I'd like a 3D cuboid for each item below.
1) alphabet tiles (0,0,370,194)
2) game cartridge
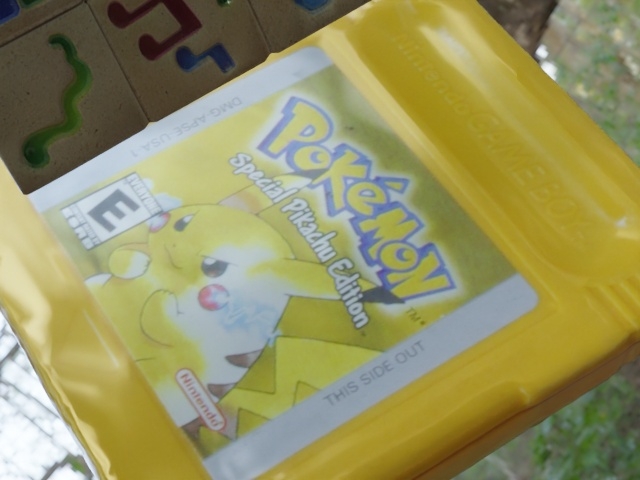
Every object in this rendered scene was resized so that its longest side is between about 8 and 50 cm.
[{"bbox_3d":[-0.073,-0.189,0.456,0.343,0.011,0.285,-31,-61,-11],"label":"alphabet tiles"},{"bbox_3d":[0.000,0.000,0.678,0.324,0.285,0.052,-30,-30,-15],"label":"game cartridge"}]
